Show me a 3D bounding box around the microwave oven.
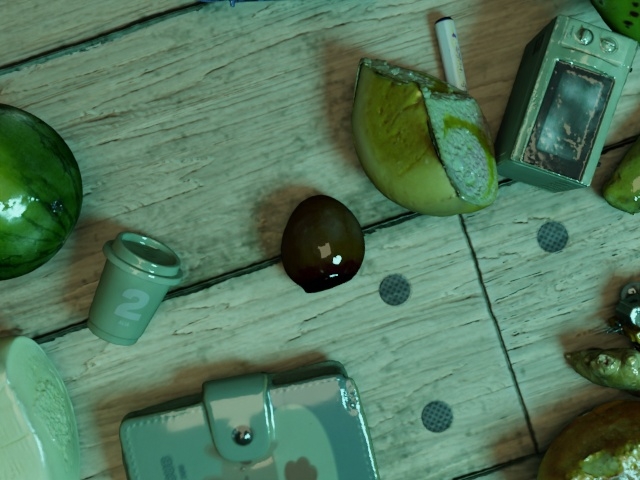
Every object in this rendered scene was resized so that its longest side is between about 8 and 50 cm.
[{"bbox_3d":[0.334,-0.180,1.023,0.129,0.163,0.205,19,90,1],"label":"microwave oven"}]

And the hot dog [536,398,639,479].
[{"bbox_3d":[0.425,0.313,1.025,0.256,0.153,0.150,-28,94,7],"label":"hot dog"}]

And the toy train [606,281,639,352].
[{"bbox_3d":[0.521,0.107,1.060,0.219,0.089,0.127,-26,100,-1],"label":"toy train"}]

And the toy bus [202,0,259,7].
[{"bbox_3d":[-0.052,-0.401,1.042,0.292,0.133,0.126,-3,95,-2],"label":"toy bus"}]

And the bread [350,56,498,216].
[{"bbox_3d":[0.135,-0.142,1.037,0.156,0.158,0.261,-26,75,42],"label":"bread"}]

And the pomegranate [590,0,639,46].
[{"bbox_3d":[0.423,-0.386,0.966,0.302,0.236,0.236,38,90,38],"label":"pomegranate"}]

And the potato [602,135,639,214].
[{"bbox_3d":[0.492,-0.113,1.063,0.188,0.085,0.105,-41,88,4],"label":"potato"}]

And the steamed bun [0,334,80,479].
[{"bbox_3d":[-0.453,0.258,1.027,0.200,0.155,0.250,-16,96,3],"label":"steamed bun"}]

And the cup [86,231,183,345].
[{"bbox_3d":[-0.274,0.071,1.053,0.120,0.120,0.141,30,102,0],"label":"cup"}]

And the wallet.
[{"bbox_3d":[-0.103,0.317,1.065,0.360,0.083,0.252,-12,95,0],"label":"wallet"}]

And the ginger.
[{"bbox_3d":[0.449,0.181,1.011,0.133,0.214,0.059,23,73,-13],"label":"ginger"}]

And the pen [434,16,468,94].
[{"bbox_3d":[0.209,-0.196,1.089,0.033,0.033,0.269,-11,89,0],"label":"pen"}]

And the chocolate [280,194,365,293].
[{"bbox_3d":[0.000,0.000,1.063,0.124,0.127,0.133,-16,75,-30],"label":"chocolate"}]

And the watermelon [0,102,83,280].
[{"bbox_3d":[-0.447,-0.066,0.990,0.242,0.242,0.243,0,90,0],"label":"watermelon"}]
